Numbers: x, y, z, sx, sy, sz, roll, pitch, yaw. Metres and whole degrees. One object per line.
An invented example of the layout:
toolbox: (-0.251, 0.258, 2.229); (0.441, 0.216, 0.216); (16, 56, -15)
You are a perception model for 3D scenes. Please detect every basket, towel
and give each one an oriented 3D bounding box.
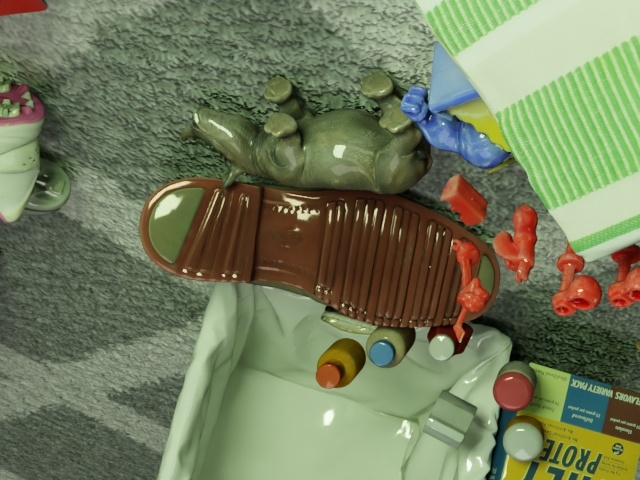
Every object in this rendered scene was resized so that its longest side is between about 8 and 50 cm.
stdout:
basket: (-0.005, 0.240, 1.499); (0.328, 0.331, 0.266); (17, 154, -4)
towel: (0.163, -0.155, 0.845); (0.325, 0.038, 0.248); (56, 143, -6)

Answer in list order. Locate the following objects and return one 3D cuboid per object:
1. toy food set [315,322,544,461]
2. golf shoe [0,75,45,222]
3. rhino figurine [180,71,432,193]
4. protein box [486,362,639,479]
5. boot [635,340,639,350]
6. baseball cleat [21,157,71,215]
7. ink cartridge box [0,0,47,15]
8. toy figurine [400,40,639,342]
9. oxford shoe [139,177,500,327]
toy food set: (0.116, 0.140, 1.333); (0.232, 0.111, 0.104); (28, -168, 8)
golf shoe: (-0.401, -0.068, 1.238); (0.306, 0.115, 0.140); (-1, 124, -10)
rhino figurine: (-0.016, -0.084, 1.186); (0.243, 0.073, 0.106); (2, 146, 25)
protein box: (0.240, 0.249, 1.479); (0.135, 0.201, 0.200); (16, 171, -3)
boot: (0.404, 0.168, 1.444); (0.236, 0.089, 0.269); (-14, 138, 37)
baseball cleat: (-0.352, -0.071, 1.368); (0.205, 0.072, 0.109); (27, 156, -15)
ink cartridge box: (-0.403, -0.244, 1.084); (0.261, 0.066, 0.296); (1, 149, 25)
toy figurine: (0.176, -0.086, 0.986); (0.362, 0.191, 0.217); (-17, 134, 43)
oxford shoe: (0.000, 0.000, 1.327); (0.348, 0.123, 0.130); (14, -177, -9)
